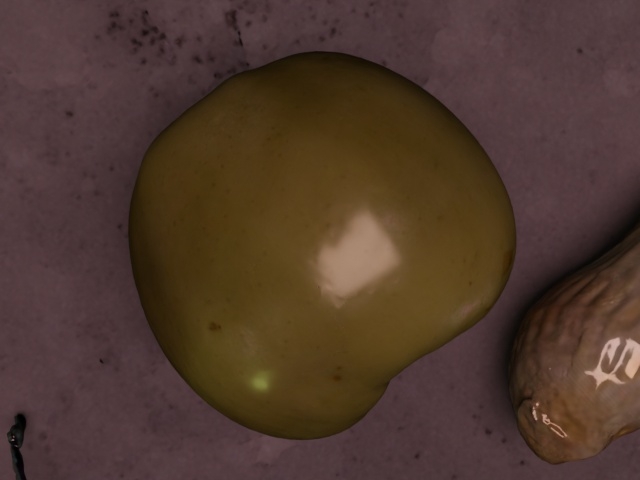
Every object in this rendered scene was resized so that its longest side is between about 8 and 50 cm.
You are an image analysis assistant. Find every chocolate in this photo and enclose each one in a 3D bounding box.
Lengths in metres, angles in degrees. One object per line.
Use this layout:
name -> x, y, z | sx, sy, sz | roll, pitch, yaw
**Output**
chocolate -> 0.269, 0.050, 0.767 | 0.309, 0.134, 0.134 | -45, 99, -5

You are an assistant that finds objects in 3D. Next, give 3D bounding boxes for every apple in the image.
apple -> 0.000, 0.000, 0.662 | 0.262, 0.262, 0.262 | -1, 95, -9

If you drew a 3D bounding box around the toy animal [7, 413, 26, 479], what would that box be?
toy animal -> -0.168, 0.249, 0.734 | 0.070, 0.079, 0.253 | -45, 101, -14
